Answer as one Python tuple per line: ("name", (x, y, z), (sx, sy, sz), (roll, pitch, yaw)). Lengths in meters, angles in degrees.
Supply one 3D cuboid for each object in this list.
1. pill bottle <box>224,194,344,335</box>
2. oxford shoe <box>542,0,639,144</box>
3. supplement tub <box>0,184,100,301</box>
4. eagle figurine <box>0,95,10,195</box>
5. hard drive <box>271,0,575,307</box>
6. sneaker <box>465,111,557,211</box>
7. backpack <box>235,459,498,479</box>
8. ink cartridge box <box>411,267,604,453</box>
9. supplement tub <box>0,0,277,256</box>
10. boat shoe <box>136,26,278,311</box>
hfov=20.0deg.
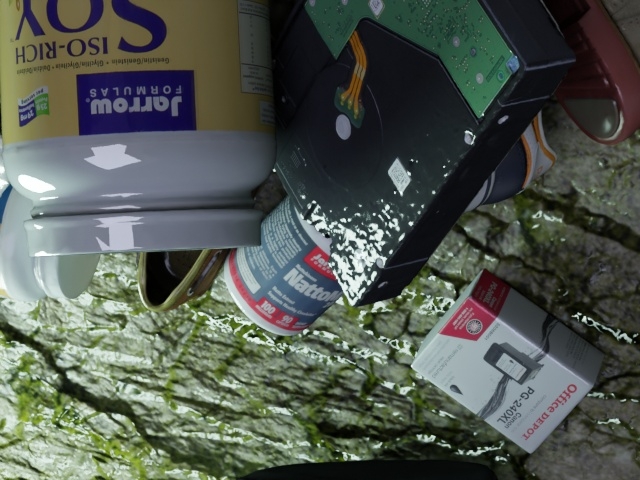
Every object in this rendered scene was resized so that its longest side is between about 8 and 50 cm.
("pill bottle", (0.000, 0.000, 1.735), (0.108, 0.108, 0.180), (42, 122, -6))
("oxford shoe", (0.219, -0.261, 1.540), (0.348, 0.130, 0.123), (67, 158, -7))
("supplement tub", (-0.331, -0.017, 1.819), (0.200, 0.144, 0.144), (9, 119, 14))
("eagle figurine", (-0.421, -0.094, 1.693), (0.298, 0.225, 0.226), (-18, 73, -11))
("hard drive", (0.062, -0.131, 1.523), (0.237, 0.064, 0.339), (60, 143, 23))
("sneaker", (0.110, -0.185, 1.602), (0.126, 0.127, 0.321), (-24, 83, 57))
("backpack", (0.065, 0.402, 1.862), (0.290, 0.273, 0.355), (-4, 93, 18))
("ink cartridge box", (0.183, 0.118, 1.760), (0.150, 0.063, 0.109), (36, 122, -1))
("supplement tub", (-0.160, -0.155, 1.571), (0.241, 0.241, 0.331), (-3, 89, 21))
("boat shoe", (-0.105, -0.063, 1.740), (0.111, 0.104, 0.307), (20, 120, 10))
